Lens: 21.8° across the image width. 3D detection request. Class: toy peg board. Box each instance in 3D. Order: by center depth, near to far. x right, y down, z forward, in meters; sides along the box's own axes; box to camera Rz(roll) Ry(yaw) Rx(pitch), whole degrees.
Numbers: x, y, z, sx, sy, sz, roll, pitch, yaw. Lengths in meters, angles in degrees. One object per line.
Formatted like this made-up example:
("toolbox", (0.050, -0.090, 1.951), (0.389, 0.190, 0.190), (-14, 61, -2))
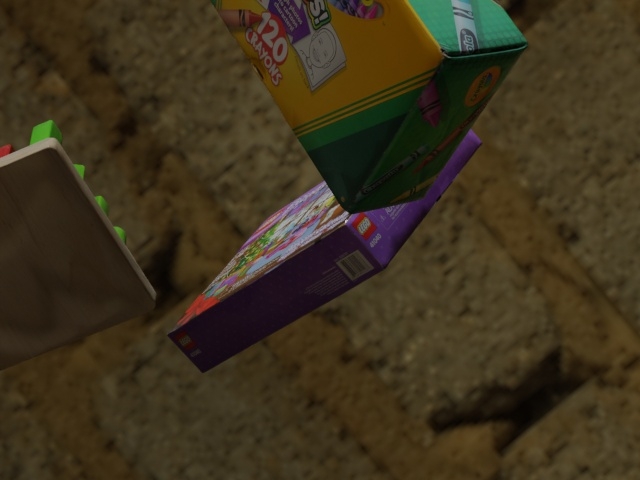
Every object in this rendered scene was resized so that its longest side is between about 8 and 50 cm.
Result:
("toy peg board", (-0.230, -0.001, 1.266), (0.079, 0.160, 0.161), (-93, 158, -56))

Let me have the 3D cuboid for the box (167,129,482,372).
("box", (0.000, 0.000, 1.551), (0.057, 0.201, 0.293), (48, -43, -9))

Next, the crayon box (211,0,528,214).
("crayon box", (0.015, -0.180, 1.203), (0.081, 0.165, 0.278), (-11, 58, -36))
